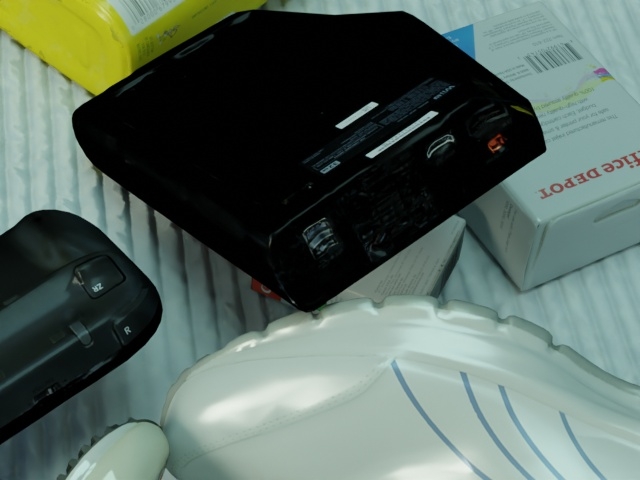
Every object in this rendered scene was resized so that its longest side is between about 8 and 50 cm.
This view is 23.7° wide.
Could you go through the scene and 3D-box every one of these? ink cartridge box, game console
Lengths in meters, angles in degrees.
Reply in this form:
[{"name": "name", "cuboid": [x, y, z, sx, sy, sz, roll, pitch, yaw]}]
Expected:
[{"name": "ink cartridge box", "cuboid": [0.000, 0.000, 0.679, 0.115, 0.029, 0.063, 21, 51, 13]}, {"name": "ink cartridge box", "cuboid": [0.099, -0.046, 0.713, 0.088, 0.052, 0.122, -21, 54, -22]}, {"name": "game console", "cuboid": [-0.099, 0.011, 0.607, 0.361, 0.044, 0.213, -33, 29, -15]}]

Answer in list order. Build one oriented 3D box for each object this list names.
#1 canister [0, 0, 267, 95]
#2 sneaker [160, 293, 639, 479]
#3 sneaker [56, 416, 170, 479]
[{"name": "canister", "cuboid": [-0.079, -0.154, 0.773, 0.126, 0.073, 0.170, 35, 56, 22]}, {"name": "sneaker", "cuboid": [0.081, 0.105, 0.551, 0.297, 0.111, 0.129, 11, 62, 8]}, {"name": "sneaker", "cuboid": [-0.076, 0.142, 0.524, 0.075, 0.057, 0.161, 24, 64, 7]}]
